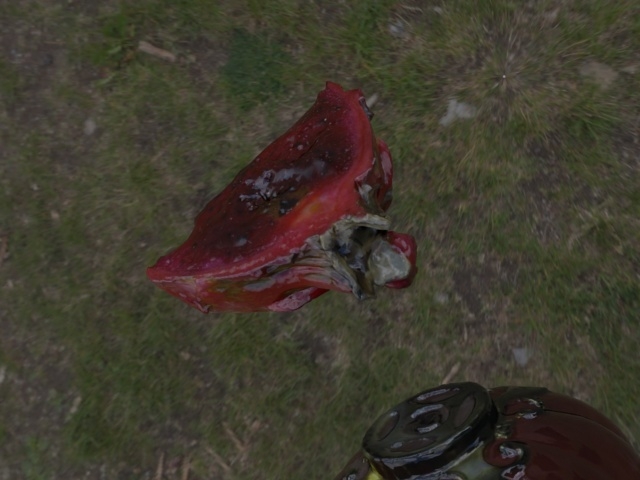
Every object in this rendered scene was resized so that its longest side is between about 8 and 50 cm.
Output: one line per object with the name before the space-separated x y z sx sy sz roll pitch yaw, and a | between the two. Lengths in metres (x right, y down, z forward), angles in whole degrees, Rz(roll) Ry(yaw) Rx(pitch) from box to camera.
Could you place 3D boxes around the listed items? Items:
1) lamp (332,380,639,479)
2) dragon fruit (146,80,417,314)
lamp | 0.136 0.255 0.780 0.303 0.303 0.257 -21 104 14
dragon fruit | 0.000 0.000 0.834 0.262 0.211 0.134 -45 122 -13
